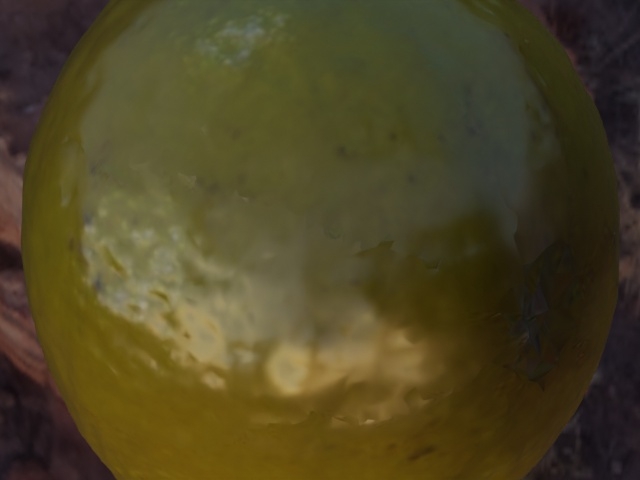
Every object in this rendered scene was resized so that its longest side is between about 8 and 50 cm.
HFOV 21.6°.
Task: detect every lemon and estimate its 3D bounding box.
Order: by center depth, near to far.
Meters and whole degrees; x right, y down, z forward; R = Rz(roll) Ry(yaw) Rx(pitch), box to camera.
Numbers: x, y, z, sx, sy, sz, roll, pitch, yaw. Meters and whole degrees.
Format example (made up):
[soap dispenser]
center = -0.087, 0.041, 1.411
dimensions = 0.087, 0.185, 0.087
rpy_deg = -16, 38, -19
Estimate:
[lemon]
center = -0.001, 0.000, 0.791
dimensions = 0.297, 0.297, 0.297
rpy_deg = -2, 56, 3
